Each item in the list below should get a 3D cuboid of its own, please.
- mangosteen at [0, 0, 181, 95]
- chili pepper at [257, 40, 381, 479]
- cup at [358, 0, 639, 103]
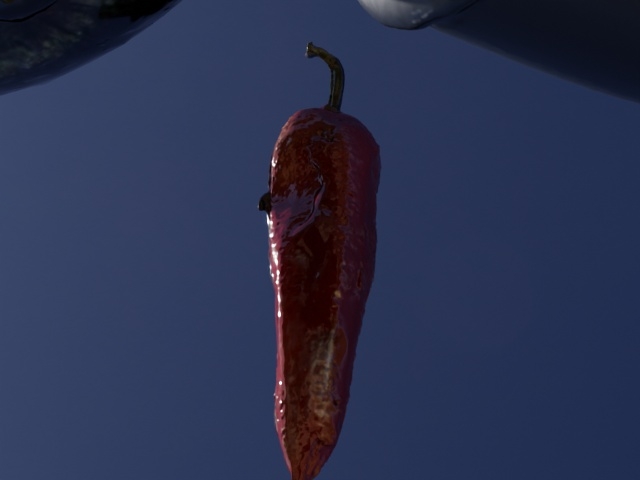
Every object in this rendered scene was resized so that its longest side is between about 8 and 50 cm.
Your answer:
[{"bbox_3d":[-0.167,-0.199,0.551,0.300,0.300,0.300,0,-88,14],"label":"mangosteen"},{"bbox_3d":[0.000,0.000,0.731,0.059,0.268,0.050,16,-39,-13],"label":"chili pepper"},{"bbox_3d":[0.092,-0.146,0.560,0.176,0.223,0.169,3,-67,-27],"label":"cup"}]
